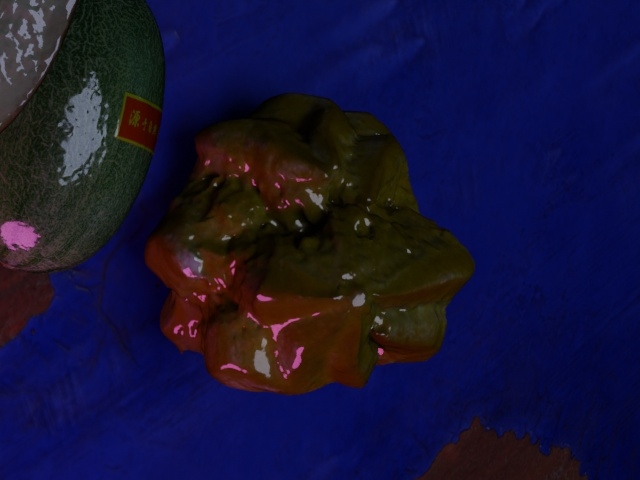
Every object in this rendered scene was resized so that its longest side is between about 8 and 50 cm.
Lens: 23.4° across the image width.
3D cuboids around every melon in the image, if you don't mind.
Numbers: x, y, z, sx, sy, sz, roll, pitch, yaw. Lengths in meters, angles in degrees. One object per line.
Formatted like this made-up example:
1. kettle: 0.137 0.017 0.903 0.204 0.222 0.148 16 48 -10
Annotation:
1. melon: -0.221 -0.115 1.293 0.182 0.182 0.288 12 90 -49

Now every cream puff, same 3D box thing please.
1. cream puff: 0.004 -0.007 1.510 0.323 0.269 0.274 -15 106 -47

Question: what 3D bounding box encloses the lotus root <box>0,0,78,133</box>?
1. lotus root: -0.321 -0.166 1.154 0.267 0.149 0.260 12 91 -16
